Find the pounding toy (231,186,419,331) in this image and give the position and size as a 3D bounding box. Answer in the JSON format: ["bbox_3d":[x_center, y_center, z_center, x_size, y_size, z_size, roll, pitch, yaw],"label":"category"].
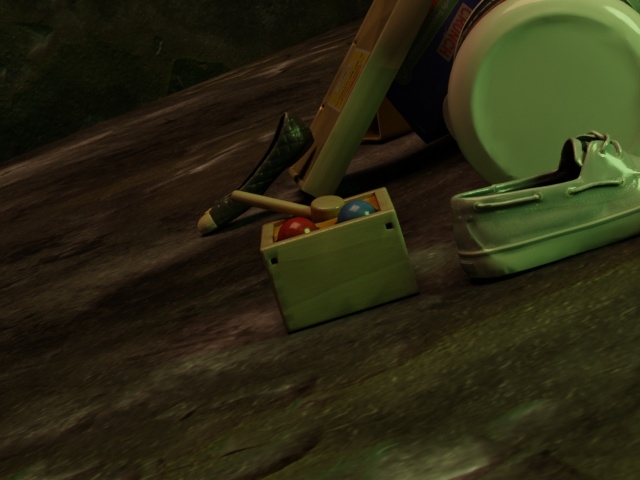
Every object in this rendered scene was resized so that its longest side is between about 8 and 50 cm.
[{"bbox_3d":[0.000,0.000,1.266,0.130,0.100,0.141,-17,12,2],"label":"pounding toy"}]

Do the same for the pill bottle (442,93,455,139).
[{"bbox_3d":[0.219,-0.161,1.713,0.169,0.094,0.094,-25,14,-34],"label":"pill bottle"}]

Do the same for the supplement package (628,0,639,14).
[{"bbox_3d":[0.439,-0.218,1.550,0.244,0.134,0.139,-23,13,-27],"label":"supplement package"}]

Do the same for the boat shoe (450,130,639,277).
[{"bbox_3d":[0.208,-0.041,1.196,0.227,0.081,0.079,-20,12,-8],"label":"boat shoe"}]

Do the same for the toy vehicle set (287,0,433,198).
[{"bbox_3d":[0.044,-0.177,1.756,0.035,0.267,0.166,26,7,-11],"label":"toy vehicle set"}]

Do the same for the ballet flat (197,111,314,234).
[{"bbox_3d":[-0.079,-0.073,1.748,0.173,0.049,0.057,-45,13,0],"label":"ballet flat"}]

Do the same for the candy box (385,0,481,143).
[{"bbox_3d":[0.243,-0.280,1.849,0.317,0.122,0.268,-27,-20,-48],"label":"candy box"}]

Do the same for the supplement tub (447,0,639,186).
[{"bbox_3d":[0.214,-0.147,1.407,0.191,0.191,0.272,-16,12,10],"label":"supplement tub"}]

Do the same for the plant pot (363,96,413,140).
[{"bbox_3d":[0.092,-0.178,2.034,0.083,0.081,0.081,-11,8,-24],"label":"plant pot"}]
